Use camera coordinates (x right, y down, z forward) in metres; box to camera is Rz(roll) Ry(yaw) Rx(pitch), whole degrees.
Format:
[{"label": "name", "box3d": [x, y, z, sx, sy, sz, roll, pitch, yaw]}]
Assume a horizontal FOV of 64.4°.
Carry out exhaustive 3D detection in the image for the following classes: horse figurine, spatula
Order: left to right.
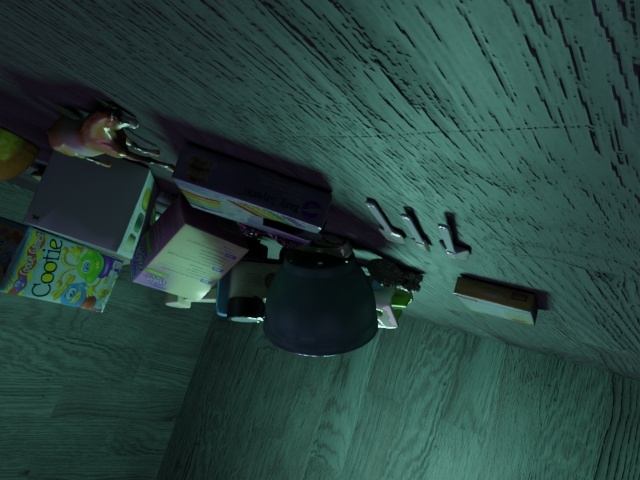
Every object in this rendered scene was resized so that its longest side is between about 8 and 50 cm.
[{"label": "horse figurine", "box3d": [-0.371, -0.167, 0.850, 0.263, 0.066, 0.174, 10, 174, 29]}, {"label": "spatula", "box3d": [0.170, -0.013, 0.879, 0.168, 0.019, 0.242, 20, 172, 23]}]

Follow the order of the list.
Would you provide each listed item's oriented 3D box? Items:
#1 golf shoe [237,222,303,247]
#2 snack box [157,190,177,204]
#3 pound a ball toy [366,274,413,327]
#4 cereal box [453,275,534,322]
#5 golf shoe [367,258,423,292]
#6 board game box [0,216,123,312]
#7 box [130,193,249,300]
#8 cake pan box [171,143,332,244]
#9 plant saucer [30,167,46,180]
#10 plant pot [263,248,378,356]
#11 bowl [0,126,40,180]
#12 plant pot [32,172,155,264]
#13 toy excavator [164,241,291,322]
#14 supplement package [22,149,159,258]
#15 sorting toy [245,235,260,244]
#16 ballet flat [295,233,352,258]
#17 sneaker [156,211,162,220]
[{"label": "golf shoe", "box3d": [-0.106, -0.040, 1.143, 0.186, 0.068, 0.086, 19, -156, -37]}, {"label": "snack box", "box3d": [-0.377, -0.094, 1.431, 0.178, 0.022, 0.064, 24, 169, -31]}, {"label": "pound a ball toy", "box3d": [0.122, 0.142, 1.565, 0.319, 0.208, 0.136, -1, 124, 38]}, {"label": "cereal box", "box3d": [0.430, 0.150, 1.233, 0.172, 0.048, 0.240, 13, 169, 27]}, {"label": "golf shoe", "box3d": [0.180, 0.091, 1.325, 0.176, 0.069, 0.086, 24, 175, -29]}, {"label": "board game box", "box3d": [-0.623, 0.059, 1.167, 0.144, 0.142, 0.275, 15, 170, 26]}, {"label": "box", "box3d": [-0.361, 0.028, 1.398, 0.213, 0.243, 0.117, 26, -151, -43]}, {"label": "cake pan box", "box3d": [-0.115, -0.071, 0.921, 0.266, 0.070, 0.246, 19, 173, -6]}, {"label": "plant saucer", "box3d": [-0.836, -0.183, 1.738, 0.277, 0.041, 0.278, 18, 170, 3]}, {"label": "plant pot", "box3d": [0.000, 0.122, 1.260, 0.292, 0.197, 0.293, 0, -159, 0]}, {"label": "bowl", "box3d": [-0.881, -0.216, 1.266, 0.289, 0.156, 0.289, 18, 171, 3]}, {"label": "plant pot", "box3d": [-0.630, -0.045, 1.466, 0.280, 0.324, 0.323, 3, 174, -12]}, {"label": "toy excavator", "box3d": [-0.263, 0.164, 1.607, 0.432, 0.223, 0.445, 6, 162, -16]}, {"label": "supplement package", "box3d": [-0.513, -0.084, 1.184, 0.197, 0.200, 0.262, 20, 171, -11]}, {"label": "sorting toy", "box3d": [-0.321, 0.003, 1.691, 0.255, 0.090, 0.257, 10, 168, 39]}, {"label": "ballet flat", "box3d": [0.000, 0.000, 1.212, 0.168, 0.057, 0.052, 10, 140, 26]}, {"label": "sneaker", "box3d": [-0.611, -0.022, 1.982, 0.111, 0.131, 0.296, 11, 170, 28]}]
